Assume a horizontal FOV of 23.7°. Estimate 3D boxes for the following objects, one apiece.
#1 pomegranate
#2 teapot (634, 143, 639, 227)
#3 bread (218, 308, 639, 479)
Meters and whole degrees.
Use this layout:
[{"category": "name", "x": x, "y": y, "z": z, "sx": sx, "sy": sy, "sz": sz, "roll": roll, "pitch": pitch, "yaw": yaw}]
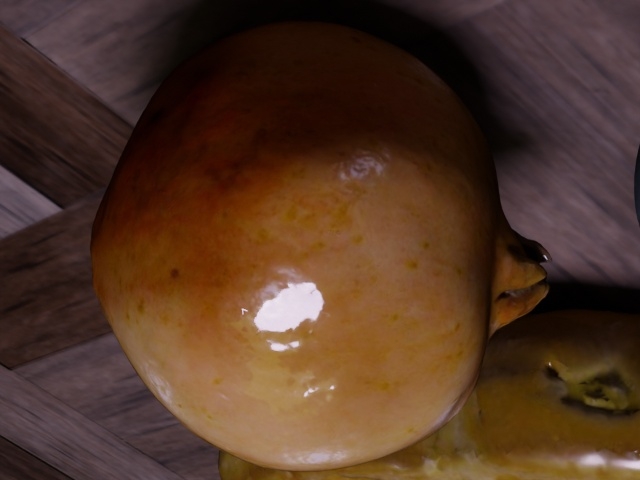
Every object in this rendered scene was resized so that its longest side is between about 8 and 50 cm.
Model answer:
[{"category": "pomegranate", "x": -0.006, "y": 0.000, "z": 0.712, "sx": 0.209, "sy": 0.209, "sz": 0.209, "roll": 12, "pitch": 147, "yaw": 8}, {"category": "teapot", "x": 0.256, "y": -0.005, "z": 0.634, "sx": 0.203, "sy": 0.171, "sz": 0.225, "roll": -32, "pitch": 137, "yaw": 13}, {"category": "bread", "x": 0.144, "y": 0.162, "z": 0.933, "sx": 0.328, "sy": 0.148, "sz": 0.337, "roll": -12, "pitch": 136, "yaw": 31}]
